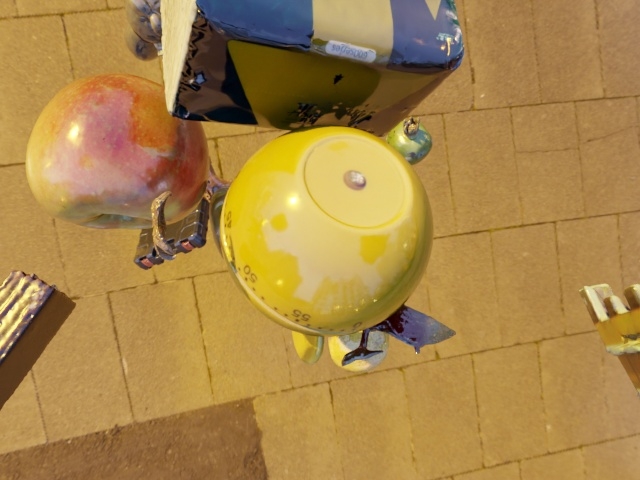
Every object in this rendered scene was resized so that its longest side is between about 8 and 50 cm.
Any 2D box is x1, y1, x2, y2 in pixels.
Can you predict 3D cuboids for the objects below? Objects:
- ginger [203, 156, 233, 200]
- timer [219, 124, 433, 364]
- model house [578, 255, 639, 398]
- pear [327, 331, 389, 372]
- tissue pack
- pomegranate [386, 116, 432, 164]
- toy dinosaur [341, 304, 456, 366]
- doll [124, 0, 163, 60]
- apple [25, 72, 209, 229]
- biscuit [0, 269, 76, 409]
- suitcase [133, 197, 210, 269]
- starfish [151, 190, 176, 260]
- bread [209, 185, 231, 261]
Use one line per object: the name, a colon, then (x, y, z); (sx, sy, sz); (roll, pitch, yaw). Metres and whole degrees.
ginger: (-0.385, -0.234, 1.432); (0.309, 0.107, 0.133); (50, 46, -12)
timer: (0.000, 0.000, 0.742); (0.377, 0.387, 0.375); (8, 62, -16)
model house: (0.348, 0.087, 0.300); (0.225, 0.198, 0.215); (-21, 71, 9)
pear: (0.111, 0.283, 1.204); (0.178, 0.178, 0.177); (-1, 93, -9)
tissue pack: (-0.021, -0.331, 0.686); (0.418, 0.264, 0.252); (-2, 76, -27)
pomegranate: (0.356, -0.408, 1.728); (0.187, 0.225, 0.186); (-2, 68, 5)
toy dinosaur: (0.122, 0.179, 0.963); (0.328, 0.112, 0.206); (-16, 59, 4)
doll: (-0.474, -0.748, 1.277); (0.252, 0.379, 0.381); (37, 69, -43)
apple: (-0.369, -0.165, 0.818); (0.320, 0.319, 0.276); (-1, 83, -9)
biscuit: (-0.492, 0.226, 0.584); (0.073, 0.107, 0.388); (27, 66, 0)
suitcase: (-0.514, -0.027, 1.502); (0.286, 0.206, 0.066); (-21, 139, 20)
starfish: (-0.199, -0.022, 0.545); (0.028, 0.078, 0.091); (-4, 56, -25)
bread: (-0.181, -0.032, 0.985); (0.105, 0.213, 0.213); (-17, 96, 5)
